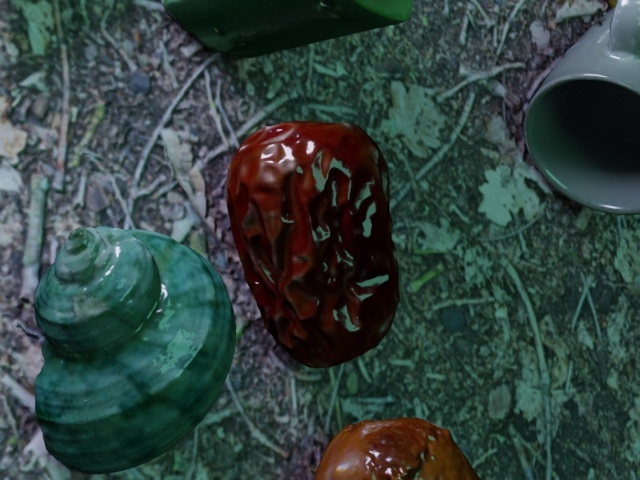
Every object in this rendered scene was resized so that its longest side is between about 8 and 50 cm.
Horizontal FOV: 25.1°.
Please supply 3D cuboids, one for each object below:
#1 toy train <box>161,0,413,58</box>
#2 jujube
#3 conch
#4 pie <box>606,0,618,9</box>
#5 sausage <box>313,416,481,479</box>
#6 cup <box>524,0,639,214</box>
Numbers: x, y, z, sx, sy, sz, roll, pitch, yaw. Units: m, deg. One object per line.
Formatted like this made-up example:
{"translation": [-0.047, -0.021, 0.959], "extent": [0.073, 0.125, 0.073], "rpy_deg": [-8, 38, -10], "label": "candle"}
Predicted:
{"translation": [-0.007, -0.276, 1.290], "extent": [0.120, 0.301, 0.202], "rpy_deg": [30, 73, -30], "label": "toy train"}
{"translation": [0.000, 0.000, 1.327], "extent": [0.155, 0.155, 0.230], "rpy_deg": [-20, 99, -38], "label": "jujube"}
{"translation": [-0.162, 0.077, 1.192], "extent": [0.196, 0.134, 0.202], "rpy_deg": [-46, 109, -36], "label": "conch"}
{"translation": [0.425, -0.399, 1.773], "extent": [0.315, 0.092, 0.315], "rpy_deg": [7, 77, -35], "label": "pie"}
{"translation": [0.097, 0.284, 1.333], "extent": [0.141, 0.153, 0.268], "rpy_deg": [-42, 107, -35], "label": "sausage"}
{"translation": [0.355, -0.197, 1.586], "extent": [0.234, 0.186, 0.258], "rpy_deg": [-54, 154, -37], "label": "cup"}
